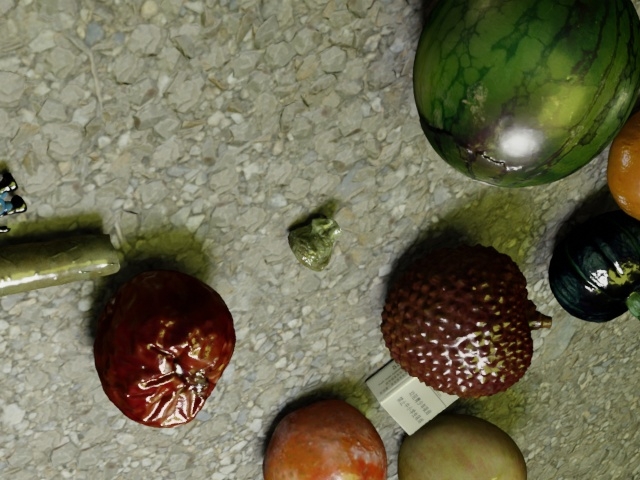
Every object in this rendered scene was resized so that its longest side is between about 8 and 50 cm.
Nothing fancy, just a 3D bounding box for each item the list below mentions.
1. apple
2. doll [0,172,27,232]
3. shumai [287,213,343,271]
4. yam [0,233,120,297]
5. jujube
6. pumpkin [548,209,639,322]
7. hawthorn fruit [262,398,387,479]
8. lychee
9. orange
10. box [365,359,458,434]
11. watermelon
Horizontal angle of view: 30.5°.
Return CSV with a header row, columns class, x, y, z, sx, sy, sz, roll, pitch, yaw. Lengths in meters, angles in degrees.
class,x,y,z,sx,sy,sz,roll,pitch,yaw
apple,0.285,0.474,2.404,0.256,0.234,0.257,-18,131,-22
doll,-0.489,-0.022,1.564,0.195,0.070,0.096,-29,122,-20
shumai,0.000,0.000,1.912,0.080,0.083,0.082,-37,180,27
yam,-0.464,0.049,1.634,0.371,0.083,0.083,-13,132,-29
jujube,-0.238,0.161,1.807,0.213,0.213,0.232,-1,131,-34
pumpkin,0.571,0.075,2.245,0.248,0.248,0.248,-19,134,-21
hawthorn fruit,0.027,0.419,2.191,0.231,0.263,0.235,19,87,-66
lychee,0.258,0.144,2.085,0.304,0.276,0.276,-3,133,3
orange,0.626,-0.141,2.151,0.240,0.171,0.240,-19,117,-41
box,0.231,0.252,2.296,0.259,0.071,0.168,-39,138,-1
watermelon,0.301,-0.254,1.719,0.363,0.363,0.363,-19,134,-21
